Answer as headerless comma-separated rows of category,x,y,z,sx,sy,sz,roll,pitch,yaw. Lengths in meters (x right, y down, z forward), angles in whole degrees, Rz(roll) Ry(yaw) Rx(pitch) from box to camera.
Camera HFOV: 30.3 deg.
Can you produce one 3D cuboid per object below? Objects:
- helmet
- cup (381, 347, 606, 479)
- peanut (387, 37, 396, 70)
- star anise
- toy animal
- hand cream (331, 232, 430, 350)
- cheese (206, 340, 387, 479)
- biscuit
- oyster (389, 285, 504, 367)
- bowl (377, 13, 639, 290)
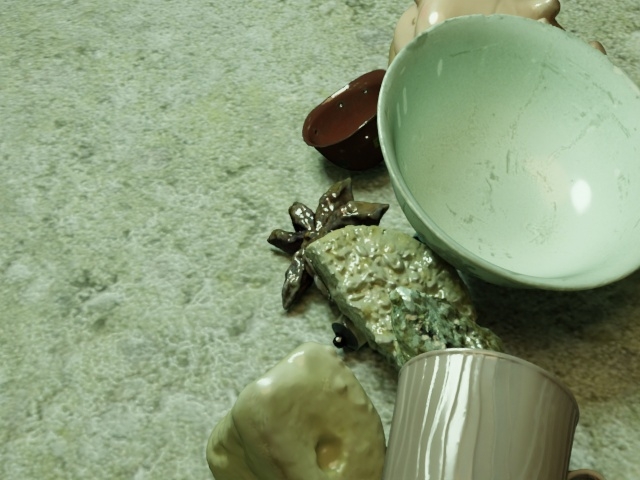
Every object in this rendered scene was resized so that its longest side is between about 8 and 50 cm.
helmet,0.067,-0.176,1.855,0.155,0.106,0.175,1,51,44
cup,0.197,0.304,1.381,0.208,0.288,0.273,-23,37,40
peanut,0.151,-0.302,1.981,0.076,0.076,0.152,-1,53,9
star anise,0.015,-0.004,1.722,0.197,0.073,0.212,-27,45,12
toy animal,0.270,-0.282,1.826,0.269,0.326,0.237,-31,23,40
hand cream,0.100,0.072,1.685,0.075,0.052,0.248,41,57,10
cheese,-0.020,0.276,1.460,0.173,0.251,0.248,-34,87,-35
biscuit,0.120,0.088,1.598,0.179,0.084,0.281,-28,73,-27
oyster,0.160,0.135,1.503,0.177,0.064,0.125,21,58,-13
bowl,0.257,-0.087,1.653,0.435,0.196,0.435,7,61,-13
